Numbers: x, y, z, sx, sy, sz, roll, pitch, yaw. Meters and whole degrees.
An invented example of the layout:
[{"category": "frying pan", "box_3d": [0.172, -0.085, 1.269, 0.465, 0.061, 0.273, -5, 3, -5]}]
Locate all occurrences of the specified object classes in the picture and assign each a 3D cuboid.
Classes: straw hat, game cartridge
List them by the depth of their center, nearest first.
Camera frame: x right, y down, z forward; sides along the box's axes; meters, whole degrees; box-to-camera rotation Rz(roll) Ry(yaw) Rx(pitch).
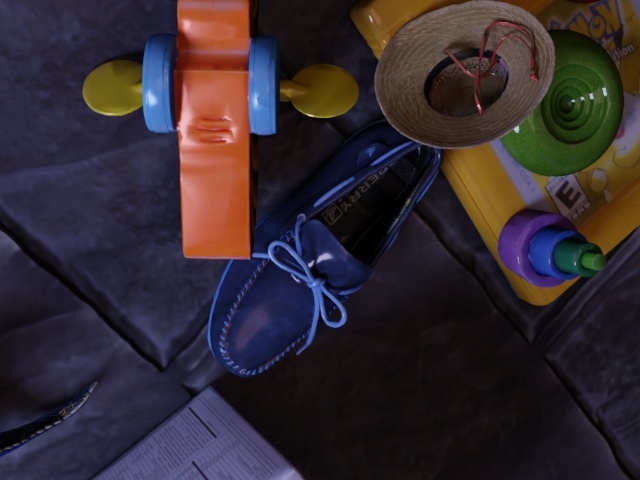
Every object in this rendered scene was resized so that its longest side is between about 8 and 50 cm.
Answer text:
[{"category": "straw hat", "box_3d": [0.120, -0.120, 0.856, 0.144, 0.144, 0.061, -47, 154, -9]}, {"category": "game cartridge", "box_3d": [0.218, -0.150, 0.951, 0.285, 0.052, 0.324, -39, 113, -12]}]

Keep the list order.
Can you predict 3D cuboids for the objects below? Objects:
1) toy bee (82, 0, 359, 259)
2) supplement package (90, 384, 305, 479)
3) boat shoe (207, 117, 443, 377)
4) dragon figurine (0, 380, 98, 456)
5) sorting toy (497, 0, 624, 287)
[{"category": "toy bee", "box_3d": [-0.063, -0.142, 0.786, 0.195, 0.162, 0.298, 19, 123, -10]}, {"category": "supplement package", "box_3d": [-0.107, 0.289, 0.809, 0.262, 0.198, 0.199, -38, 113, -13]}, {"category": "boat shoe", "box_3d": [0.000, 0.000, 0.862, 0.109, 0.089, 0.258, 35, 85, -25]}, {"category": "dragon figurine", "box_3d": [-0.290, 0.158, 0.734, 0.289, 0.144, 0.085, 0, 100, -24]}, {"category": "sorting toy", "box_3d": [0.231, -0.136, 0.868, 0.127, 0.126, 0.366, 7, 95, -23]}]
